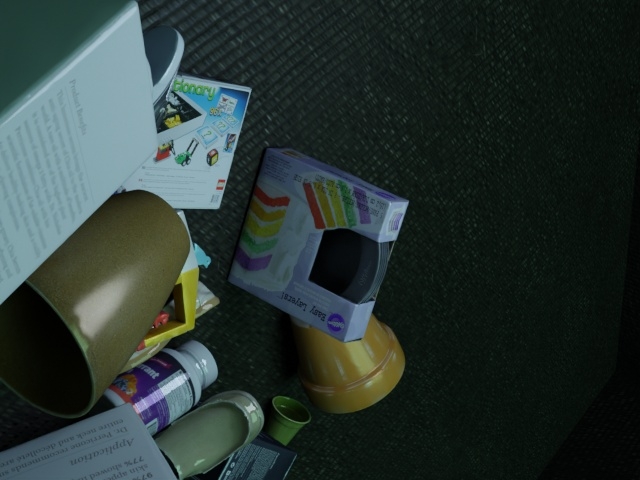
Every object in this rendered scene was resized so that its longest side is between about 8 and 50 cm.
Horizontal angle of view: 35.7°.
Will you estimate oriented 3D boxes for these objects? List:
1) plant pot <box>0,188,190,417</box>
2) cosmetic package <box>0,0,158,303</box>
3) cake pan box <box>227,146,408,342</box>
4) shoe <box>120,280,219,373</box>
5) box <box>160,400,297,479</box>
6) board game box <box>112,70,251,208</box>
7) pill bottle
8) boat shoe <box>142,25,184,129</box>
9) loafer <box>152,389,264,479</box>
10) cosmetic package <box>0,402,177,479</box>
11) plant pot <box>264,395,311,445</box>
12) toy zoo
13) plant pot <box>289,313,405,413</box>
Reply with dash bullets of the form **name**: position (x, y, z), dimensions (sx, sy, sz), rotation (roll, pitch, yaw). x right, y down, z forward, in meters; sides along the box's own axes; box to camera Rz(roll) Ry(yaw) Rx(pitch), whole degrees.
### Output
- **plant pot**: position (-0.286, 0.047, 1.239), dimensions (0.254, 0.237, 0.237), rotation (-45, 144, -40)
- **cosmetic package**: position (-0.372, -0.061, 1.000), dimensions (0.453, 0.162, 0.230), rotation (-50, 160, -30)
- **cake pan box**: position (-0.005, 0.006, 1.608), dimensions (0.070, 0.267, 0.245), rotation (-8, 120, -56)
- **shoe**: position (-0.254, 0.134, 1.540), dimensions (0.219, 0.076, 0.058), rotation (-37, 97, -34)
- **box**: position (-0.163, 0.366, 1.732), dimensions (0.108, 0.153, 0.207), rotation (-60, 147, -6)
- **board game box**: position (-0.231, -0.142, 1.380), dimensions (0.305, 0.053, 0.192), rotation (-1, 111, -55)
- **pill bottle**: position (-0.256, 0.234, 1.551), dimensions (0.193, 0.108, 0.108), rotation (-32, 135, -41)
- **boat shoe**: position (-0.231, -0.158, 1.249), dimensions (0.228, 0.080, 0.076), rotation (-63, 153, -3)
- **loafer**: position (-0.206, 0.328, 1.573), dimensions (0.269, 0.102, 0.092), rotation (-33, -176, 20)
- **cosmetic package**: position (-0.311, 0.498, 1.309), dimensions (0.330, 0.393, 0.327), rotation (-18, 129, -23)
- **plant pot**: position (-0.073, 0.359, 1.937), dimensions (0.083, 0.083, 0.079), rotation (-1, 124, -55)
- **toy zoo**: position (-0.276, 0.069, 1.418), dimensions (0.293, 0.030, 0.192), rotation (-20, 117, -39)
- **plant pot**: position (0.033, 0.187, 1.875), dimensions (0.205, 0.205, 0.188), rotation (-45, 127, -28)
